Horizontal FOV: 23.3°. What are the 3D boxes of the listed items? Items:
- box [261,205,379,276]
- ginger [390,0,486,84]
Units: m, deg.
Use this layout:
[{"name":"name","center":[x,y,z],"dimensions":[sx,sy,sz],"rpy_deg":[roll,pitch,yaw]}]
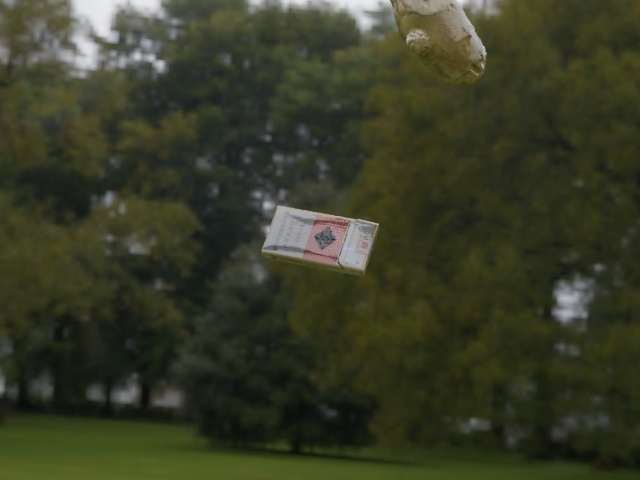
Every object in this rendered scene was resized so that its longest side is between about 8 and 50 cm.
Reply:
[{"name":"box","center":[0.000,0.000,1.212],"dimensions":[0.083,0.046,0.012],"rpy_deg":[10,-30,15]},{"name":"ginger","center":[0.060,-0.242,1.162],"dimensions":[0.089,0.288,0.075],"rpy_deg":[-5,-27,-27]}]
